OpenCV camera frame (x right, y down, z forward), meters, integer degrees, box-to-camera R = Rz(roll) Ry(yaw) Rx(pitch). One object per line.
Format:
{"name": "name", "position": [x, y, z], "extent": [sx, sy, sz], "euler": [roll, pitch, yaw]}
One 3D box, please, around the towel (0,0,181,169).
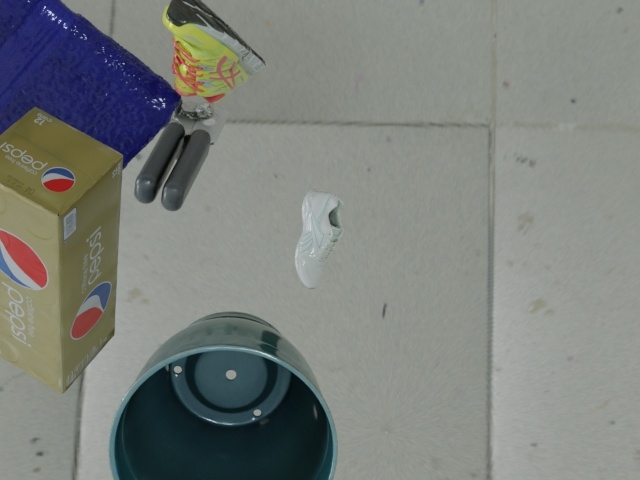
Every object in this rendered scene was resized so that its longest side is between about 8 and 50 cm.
{"name": "towel", "position": [-0.339, -0.191, 1.188], "extent": [0.308, 0.076, 0.227], "euler": [39, 118, -21]}

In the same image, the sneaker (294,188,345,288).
{"name": "sneaker", "position": [0.000, 0.000, 1.557], "extent": [0.061, 0.053, 0.152], "euler": [8, 95, 33]}

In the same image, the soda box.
{"name": "soda box", "position": [-0.161, 0.013, 0.610], "extent": [0.061, 0.181, 0.058], "euler": [29, 50, 10]}

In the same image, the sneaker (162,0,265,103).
{"name": "sneaker", "position": [-0.128, -0.197, 1.125], "extent": [0.094, 0.208, 0.081], "euler": [-45, 73, 5]}

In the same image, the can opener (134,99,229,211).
{"name": "can opener", "position": [-0.191, -0.120, 1.442], "extent": [0.074, 0.280, 0.093], "euler": [14, 121, 0]}

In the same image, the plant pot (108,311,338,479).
{"name": "plant pot", "position": [-0.122, 0.216, 1.335], "extent": [0.271, 0.255, 0.272], "euler": [-1, 106, -3]}
